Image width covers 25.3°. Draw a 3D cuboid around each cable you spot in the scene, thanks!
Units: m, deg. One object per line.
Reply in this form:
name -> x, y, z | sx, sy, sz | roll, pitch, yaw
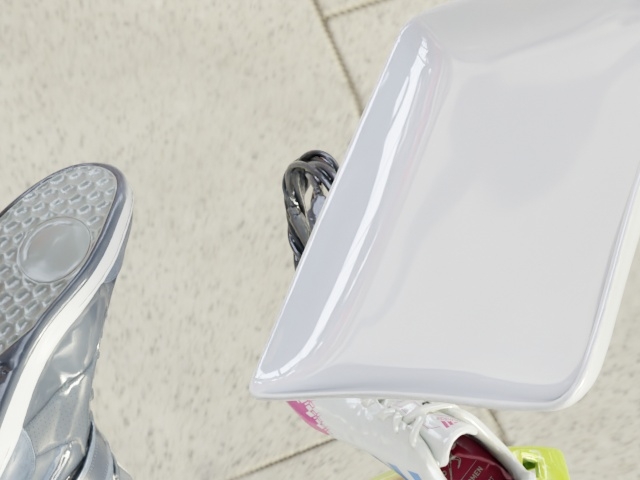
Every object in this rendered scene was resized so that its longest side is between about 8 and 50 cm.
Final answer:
cable -> 0.000, 0.000, 1.391 | 0.047, 0.150, 0.184 | -9, 58, -11

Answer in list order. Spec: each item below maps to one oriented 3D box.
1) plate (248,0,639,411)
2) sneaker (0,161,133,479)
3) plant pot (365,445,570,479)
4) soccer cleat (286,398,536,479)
plate -> 0.095, -0.028, 0.785 | 0.045, 0.277, 0.278 | 32, 69, -27
sneaker -> -0.155, 0.079, 0.856 | 0.086, 0.163, 0.226 | 14, 68, 27
plant pot -> 0.160, 0.368, 1.701 | 0.207, 0.228, 0.227 | 18, 55, -40
soccer cleat -> 0.093, 0.189, 1.524 | 0.331, 0.143, 0.116 | 34, 69, 9
